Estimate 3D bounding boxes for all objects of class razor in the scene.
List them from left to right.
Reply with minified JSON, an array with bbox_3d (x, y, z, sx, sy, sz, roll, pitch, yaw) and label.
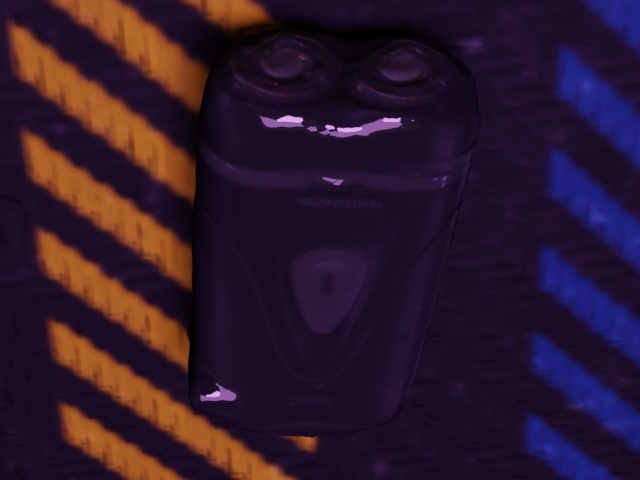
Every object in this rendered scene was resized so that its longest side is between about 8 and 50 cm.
[{"bbox_3d":[0.000,0.000,0.576,0.090,0.054,0.148,4,128,-6],"label":"razor"}]
